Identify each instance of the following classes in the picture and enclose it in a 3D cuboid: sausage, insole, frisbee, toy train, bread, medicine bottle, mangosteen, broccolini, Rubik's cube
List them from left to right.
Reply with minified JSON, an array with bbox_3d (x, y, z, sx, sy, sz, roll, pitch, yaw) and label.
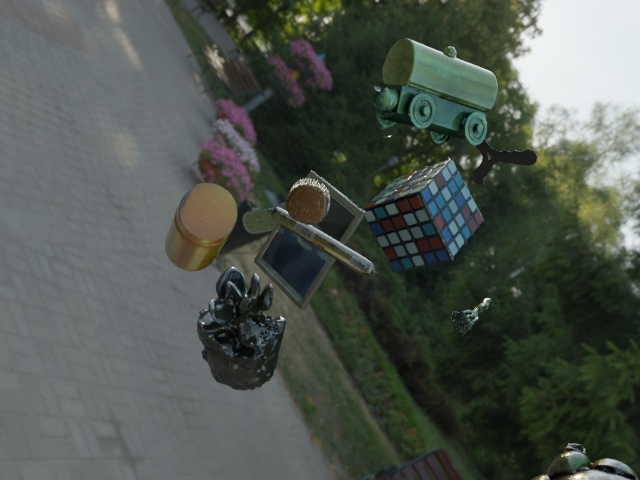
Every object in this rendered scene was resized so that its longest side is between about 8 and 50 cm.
[{"bbox_3d":[-0.202,-0.017,1.194,0.096,0.096,0.192,57,-25,6],"label":"medicine bottle"},{"bbox_3d":[-0.108,-0.081,2.286,0.007,0.322,0.109,-43,120,-64],"label":"insole"},{"bbox_3d":[-0.022,-0.073,1.322,0.085,0.085,0.053,55,17,-13],"label":"bread"},{"bbox_3d":[0.000,0.000,1.403,0.269,0.033,0.033,31,-5,24],"label":"sausage"},{"bbox_3d":[0.242,-0.056,1.682,0.182,0.184,0.187,-43,106,-42],"label":"Rubik's cube"},{"bbox_3d":[0.228,-0.293,1.448,0.307,0.190,0.126,7,-5,-38],"label":"toy train"},{"bbox_3d":[0.413,0.197,1.962,0.216,0.058,0.067,-28,108,-57],"label":"broccolini"},{"bbox_3d":[0.433,-0.212,1.858,0.211,0.187,0.012,31,49,4],"label":"frisbee"},{"bbox_3d":[0.546,0.574,1.438,0.300,0.300,0.300,55,6,-9],"label":"mangosteen"}]

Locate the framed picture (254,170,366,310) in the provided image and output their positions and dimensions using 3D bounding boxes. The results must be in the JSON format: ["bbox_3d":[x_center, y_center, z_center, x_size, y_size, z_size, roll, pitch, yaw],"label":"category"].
[{"bbox_3d":[-0.027,-0.003,1.580,0.189,0.260,0.023,42,16,35],"label":"framed picture"}]

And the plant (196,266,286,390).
[{"bbox_3d":[-0.190,0.222,1.760,0.199,0.188,0.276,-47,145,-49],"label":"plant"}]
